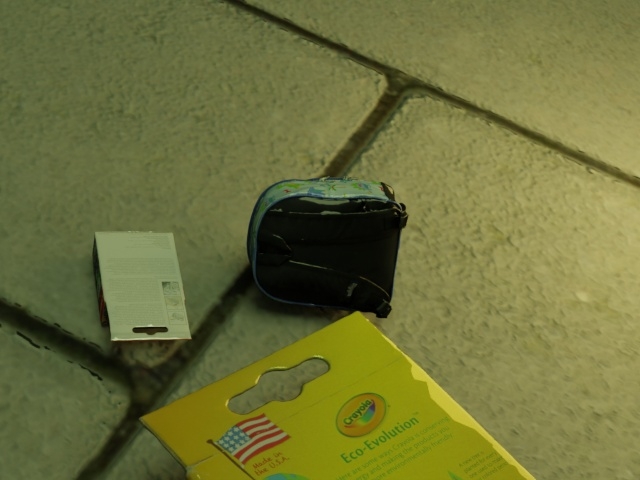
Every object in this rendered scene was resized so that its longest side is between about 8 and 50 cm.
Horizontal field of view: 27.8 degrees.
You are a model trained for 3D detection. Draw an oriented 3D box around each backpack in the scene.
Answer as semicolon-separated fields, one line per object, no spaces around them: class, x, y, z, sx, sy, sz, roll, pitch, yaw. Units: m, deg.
backpack;0.000;0.000;1.017;0.114;0.105;0.084;4;20;-12

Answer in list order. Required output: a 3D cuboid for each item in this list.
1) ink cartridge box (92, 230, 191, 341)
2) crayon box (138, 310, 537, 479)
ink cartridge box;-0.137;0.041;0.982;0.063;0.029;0.115;0;44;-17
crayon box;0.050;0.201;0.822;0.202;0.081;0.318;-22;54;-35
